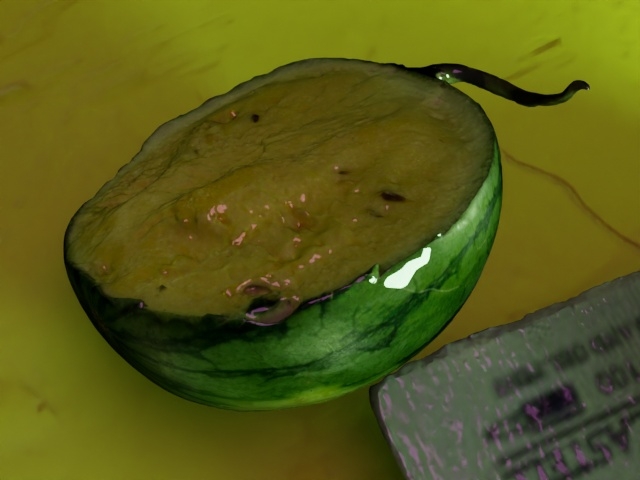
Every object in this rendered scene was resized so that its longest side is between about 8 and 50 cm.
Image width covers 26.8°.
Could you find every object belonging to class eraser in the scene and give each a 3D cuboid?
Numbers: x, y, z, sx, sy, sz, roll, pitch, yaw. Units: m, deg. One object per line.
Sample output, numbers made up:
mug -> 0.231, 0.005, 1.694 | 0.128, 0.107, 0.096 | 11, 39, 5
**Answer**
eraser -> 0.189, 0.070, 0.709 | 0.353, 0.077, 0.111 | -19, 72, -20

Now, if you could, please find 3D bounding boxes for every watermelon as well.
watermelon -> -0.006, 0.004, 0.652 | 0.204, 0.127, 0.232 | 13, 41, 38
